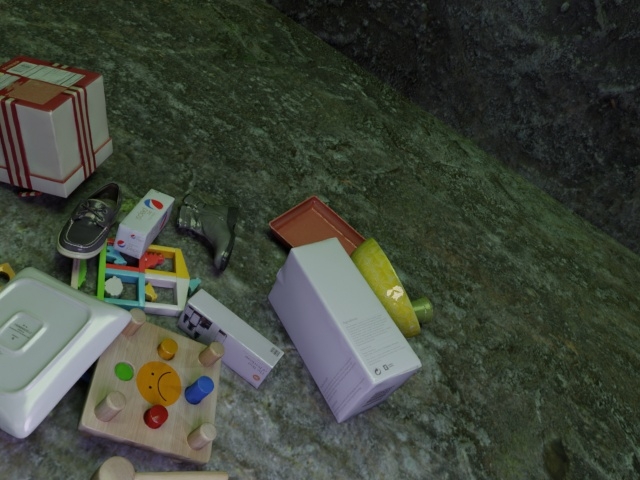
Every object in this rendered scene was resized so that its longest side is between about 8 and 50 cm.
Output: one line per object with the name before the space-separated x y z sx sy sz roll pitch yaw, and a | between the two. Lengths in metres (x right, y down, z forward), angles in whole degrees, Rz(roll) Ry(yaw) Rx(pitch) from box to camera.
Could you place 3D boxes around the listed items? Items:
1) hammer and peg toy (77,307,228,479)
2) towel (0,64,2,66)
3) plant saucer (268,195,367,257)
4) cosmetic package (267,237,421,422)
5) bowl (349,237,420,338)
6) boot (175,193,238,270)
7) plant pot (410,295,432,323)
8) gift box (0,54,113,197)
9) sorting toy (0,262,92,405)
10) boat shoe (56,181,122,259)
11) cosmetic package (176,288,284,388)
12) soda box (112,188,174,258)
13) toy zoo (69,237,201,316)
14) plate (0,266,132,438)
hammer and peg toy | -0.308 0.323 1.070 0.265 0.127 0.362 29 37 -28
towel | -0.877 -0.458 1.605 0.237 0.021 0.102 0 44 -35
plant saucer | 0.000 0.000 1.722 0.258 0.048 0.259 42 39 9
cosmetic package | 0.042 0.209 1.389 0.156 0.217 0.385 -12 59 -34
bowl | 0.134 0.154 1.540 0.156 0.289 0.290 -26 59 -2
boot | -0.309 -0.022 1.514 0.161 0.084 0.247 13 36 -14
plant pot | 0.273 0.210 1.680 0.079 0.083 0.083 -6 52 -23
gift box | -0.673 -0.270 1.369 0.276 0.258 0.255 16 39 9
sorting toy | -0.561 0.171 1.122 0.347 0.047 0.196 41 47 9
boat shoe | -0.526 -0.055 1.322 0.102 0.092 0.285 19 25 -9
cosmetic package | -0.207 0.224 1.297 0.239 0.099 0.060 37 41 4
soda box | -0.429 -0.045 1.405 0.069 0.074 0.216 22 27 -7
toy zoo | -0.426 0.084 1.341 0.293 0.030 0.192 10 44 -28
plate | -0.534 0.175 1.029 0.277 0.045 0.278 20 51 19
